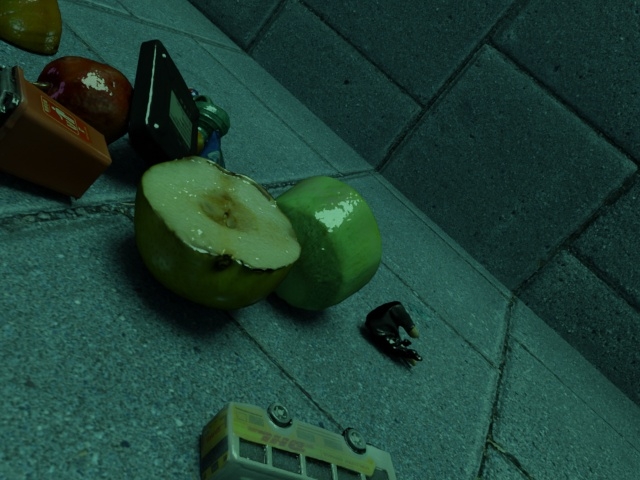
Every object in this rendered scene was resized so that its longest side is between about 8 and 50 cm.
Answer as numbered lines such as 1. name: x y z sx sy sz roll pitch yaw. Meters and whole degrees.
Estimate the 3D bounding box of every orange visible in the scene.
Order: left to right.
1. orange: -0.848 -0.633 1.598 0.274 0.274 0.310 -67 137 -69

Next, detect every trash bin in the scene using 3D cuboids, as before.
1. trash bin: -0.534 -0.180 1.105 0.239 0.184 0.161 35 17 -47

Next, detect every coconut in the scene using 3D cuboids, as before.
1. coconut: 0.000 0.000 1.447 0.329 0.281 0.328 13 43 -12

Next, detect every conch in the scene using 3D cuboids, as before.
1. conch: -0.374 -0.366 1.826 0.196 0.134 0.202 1 23 12

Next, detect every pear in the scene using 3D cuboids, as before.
1. pear: -0.227 0.004 1.199 0.340 0.191 0.386 25 24 -18

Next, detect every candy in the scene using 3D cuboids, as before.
1. candy: -0.277 -0.161 1.538 0.077 0.187 0.331 -4 24 -3

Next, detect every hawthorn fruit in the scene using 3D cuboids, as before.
1. hawthorn fruit: -0.536 -0.305 1.272 0.207 0.207 0.243 52 17 30

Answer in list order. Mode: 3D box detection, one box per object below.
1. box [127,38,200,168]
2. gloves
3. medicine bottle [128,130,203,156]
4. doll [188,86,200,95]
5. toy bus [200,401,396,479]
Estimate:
1. box: -0.365 -0.290 1.431 0.290 0.073 0.288 69 18 -62
2. gloves: 0.201 0.263 1.593 0.180 0.106 0.129 67 19 -9
3. medicine bottle: -0.413 -0.273 1.597 0.096 0.096 0.192 49 21 22
4. doll: -0.468 -0.508 2.064 0.143 0.058 0.098 20 42 -32
5. toy bus: -0.024 0.358 0.949 0.343 0.097 0.138 29 25 -27
